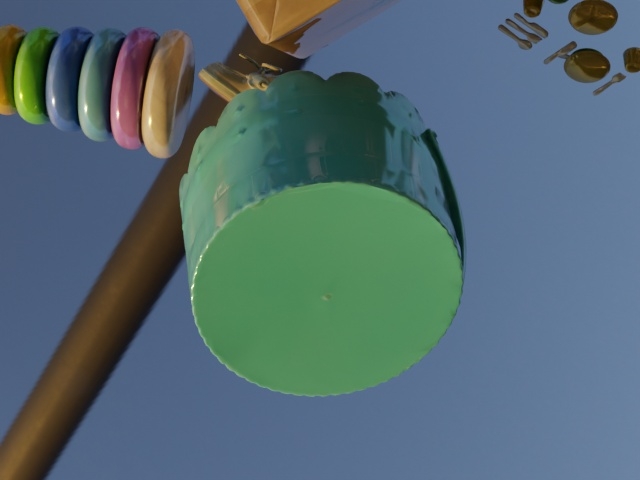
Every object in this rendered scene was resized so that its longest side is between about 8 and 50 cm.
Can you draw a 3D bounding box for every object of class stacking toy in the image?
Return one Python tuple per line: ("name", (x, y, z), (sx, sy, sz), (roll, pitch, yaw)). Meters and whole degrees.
("stacking toy", (-0.309, -0.184, 0.995), (0.330, 0.141, 0.141), (10, -77, -2))

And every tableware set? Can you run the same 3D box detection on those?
("tableware set", (0.269, -0.214, 0.944), (0.154, 0.104, 0.024), (28, -122, -20))

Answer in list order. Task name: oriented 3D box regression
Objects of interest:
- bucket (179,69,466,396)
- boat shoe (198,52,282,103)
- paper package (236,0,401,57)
("bucket", (0.000, 0.000, 0.867), (0.281, 0.183, 0.281), (-3, -54, -4))
("boat shoe", (-0.042, -0.199, 1.353), (0.285, 0.104, 0.089), (27, -86, 1))
("paper package", (0.050, -0.320, 0.866), (0.309, 0.325, 0.168), (-29, -85, 9))
